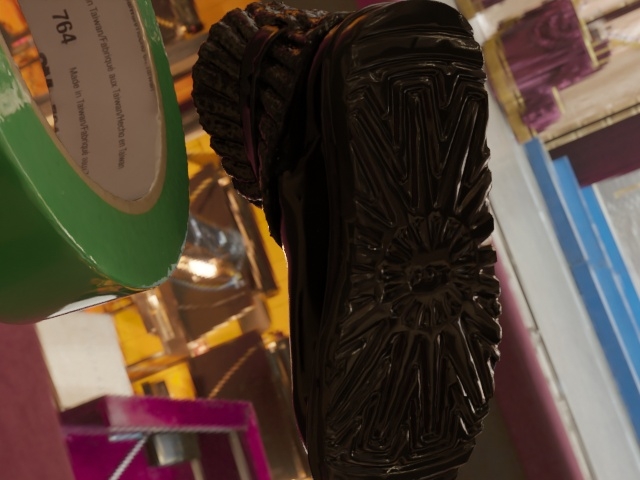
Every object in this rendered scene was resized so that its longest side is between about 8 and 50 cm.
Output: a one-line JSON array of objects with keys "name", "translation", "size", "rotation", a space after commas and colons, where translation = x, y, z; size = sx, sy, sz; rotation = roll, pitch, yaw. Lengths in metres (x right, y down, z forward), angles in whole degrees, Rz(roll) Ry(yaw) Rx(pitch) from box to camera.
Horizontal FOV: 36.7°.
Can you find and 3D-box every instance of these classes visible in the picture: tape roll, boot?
[{"name": "tape roll", "translation": [-0.166, -0.118, 0.524], "size": [0.321, 0.077, 0.321], "rotation": [-16, 90, -81]}, {"name": "boot", "translation": [0.004, -0.001, 0.690], "size": [0.260, 0.131, 0.348], "rotation": [15, -76, 60]}]
